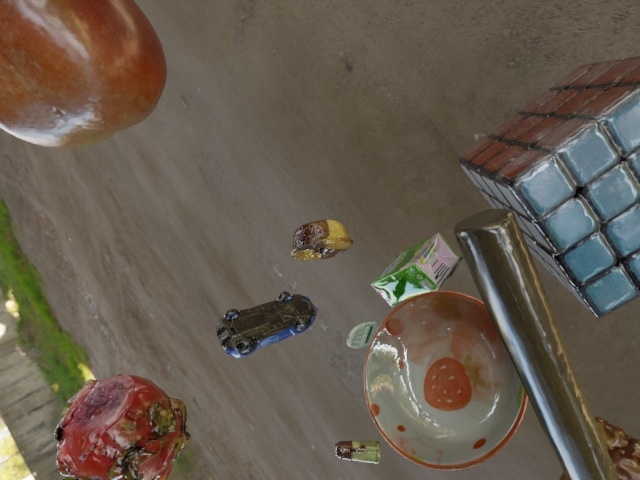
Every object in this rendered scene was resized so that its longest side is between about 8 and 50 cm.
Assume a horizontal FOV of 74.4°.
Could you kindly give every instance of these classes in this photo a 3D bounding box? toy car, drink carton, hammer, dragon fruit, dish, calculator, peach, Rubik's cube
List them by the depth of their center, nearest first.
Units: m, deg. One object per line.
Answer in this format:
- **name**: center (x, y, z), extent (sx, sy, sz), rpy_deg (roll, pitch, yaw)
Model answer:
- **hammer**: center (0.214, 0.173, 0.333), extent (0.439, 0.044, 0.168), rpy_deg (63, 156, -12)
- **peach**: center (-0.347, -0.245, 0.565), extent (0.252, 0.252, 0.252), rpy_deg (26, 130, 37)
- **dish**: center (0.200, 0.216, 0.668), extent (0.260, 0.085, 0.260), rpy_deg (-20, 56, 33)
- **Rubik's cube**: center (0.547, -0.123, 0.846), extent (0.344, 0.343, 0.337), rpy_deg (-39, 102, 16)
- **toy car**: center (-0.107, 0.175, 0.877), extent (0.103, 0.216, 0.063), rpy_deg (47, 142, 44)
- **dragon fruit**: center (-0.429, 0.456, 0.963), extent (0.269, 0.250, 0.291), rpy_deg (-5, 122, 16)
- **drink carton**: center (0.290, 0.098, 1.304), extent (0.108, 0.161, 0.271), rpy_deg (47, 152, -1)
- **calculator**: center (0.142, 0.305, 1.368), extent (0.021, 0.153, 0.095), rpy_deg (29, 109, 41)

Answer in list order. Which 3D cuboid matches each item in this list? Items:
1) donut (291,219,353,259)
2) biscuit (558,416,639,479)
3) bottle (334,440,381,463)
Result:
- **donut**: center (0.000, 0.000, 1.132), extent (0.184, 0.166, 0.073), rpy_deg (97, 163, -72)
- **biscuit**: center (0.563, 0.555, 0.716), extent (0.343, 0.395, 0.166), rpy_deg (21, 146, 47)
- **bottle**: center (0.082, 0.464, 0.934), extent (0.101, 0.047, 0.063), rpy_deg (4, 126, 1)
